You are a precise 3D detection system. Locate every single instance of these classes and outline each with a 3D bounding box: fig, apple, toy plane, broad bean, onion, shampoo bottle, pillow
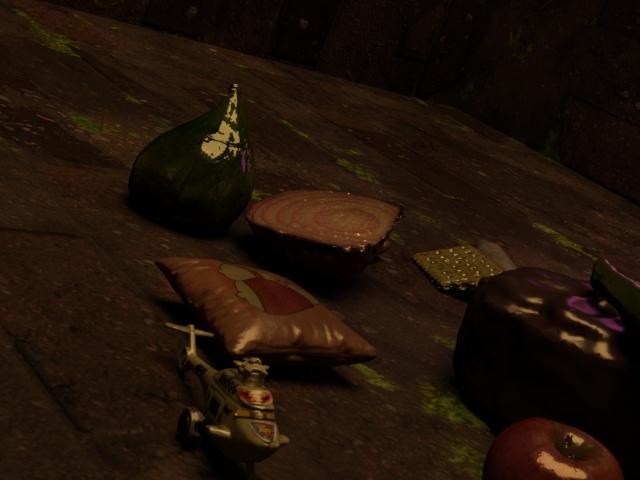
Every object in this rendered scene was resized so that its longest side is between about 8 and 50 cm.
[{"bbox_3d":[-0.185,-0.142,1.766,0.203,0.235,0.203,24,13,-6],"label":"fig"},{"bbox_3d":[0.247,0.268,1.182,0.153,0.120,0.153,18,22,-8],"label":"apple"},{"bbox_3d":[-0.105,0.156,1.148,0.092,0.108,0.286,12,6,-26],"label":"toy plane"},{"bbox_3d":[0.417,0.089,1.386,0.098,0.056,0.318,15,20,-10],"label":"broad bean"},{"bbox_3d":[0.000,0.000,1.785,0.247,0.111,0.250,10,24,21],"label":"onion"},{"bbox_3d":[0.337,0.053,2.099,0.072,0.072,0.214,18,16,-12],"label":"shampoo bottle"},{"bbox_3d":[-0.074,0.094,1.402,0.223,0.084,0.236,8,19,-39],"label":"pillow"}]

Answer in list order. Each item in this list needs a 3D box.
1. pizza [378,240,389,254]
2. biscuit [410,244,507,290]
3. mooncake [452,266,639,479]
[{"bbox_3d":[0.016,-0.011,1.956,0.176,0.036,0.185,28,20,33],"label":"pizza"},{"bbox_3d":[0.258,0.053,1.996,0.144,0.016,0.203,-8,22,-14],"label":"biscuit"},{"bbox_3d":[0.367,0.171,1.526,0.351,0.212,0.381,18,13,12],"label":"mooncake"}]
